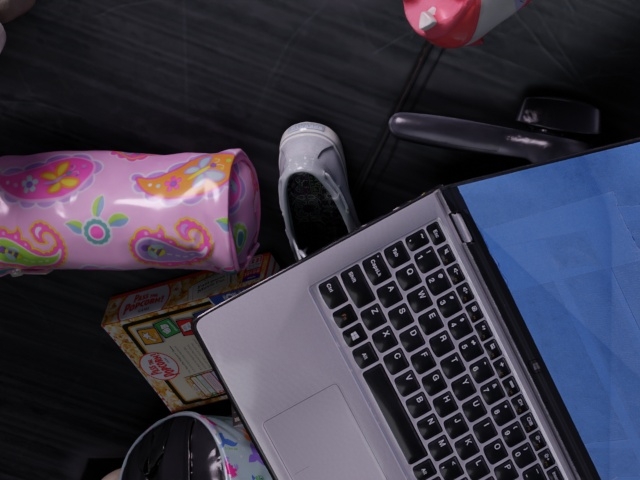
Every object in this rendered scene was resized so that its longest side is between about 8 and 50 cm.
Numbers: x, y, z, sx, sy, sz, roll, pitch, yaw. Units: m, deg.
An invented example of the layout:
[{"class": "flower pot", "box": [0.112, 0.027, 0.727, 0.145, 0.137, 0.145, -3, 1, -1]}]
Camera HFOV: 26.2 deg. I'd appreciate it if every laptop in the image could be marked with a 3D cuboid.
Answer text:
[{"class": "laptop", "box": [0.163, 0.156, 1.174, 0.407, 0.236, 0.382, -28, 102, -5]}]

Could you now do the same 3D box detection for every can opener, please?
[{"class": "can opener", "box": [0.151, -0.090, 1.205, 0.186, 0.073, 0.059, 5, 172, 10]}]

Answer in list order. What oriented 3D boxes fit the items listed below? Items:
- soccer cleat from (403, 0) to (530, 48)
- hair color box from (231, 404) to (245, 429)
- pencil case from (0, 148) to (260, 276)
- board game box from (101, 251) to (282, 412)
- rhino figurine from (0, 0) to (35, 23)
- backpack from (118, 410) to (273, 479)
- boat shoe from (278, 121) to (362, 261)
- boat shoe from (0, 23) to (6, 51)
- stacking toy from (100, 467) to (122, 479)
[{"class": "soccer cleat", "box": [0.163, -0.242, 1.053, 0.095, 0.083, 0.248, 5, 138, -50]}, {"class": "hair color box", "box": [-0.022, 0.180, 1.442, 0.072, 0.043, 0.141, -22, 152, 31]}, {"class": "pencil case", "box": [-0.199, -0.023, 1.272, 0.284, 0.124, 0.124, -1, 132, 11]}, {"class": "board game box", "box": [-0.105, 0.099, 1.421, 0.193, 0.045, 0.147, -16, 128, 23]}, {"class": "rhino figurine", "box": [-0.274, -0.273, 1.092, 0.106, 0.073, 0.243, 17, 136, 4]}, {"class": "backpack", "box": [-0.110, 0.311, 1.482, 0.191, 0.254, 0.225, 2, 153, -42]}, {"class": "boat shoe", "box": [0.001, 0.000, 1.286, 0.079, 0.081, 0.228, -4, 131, 14]}, {"class": "boat shoe", "box": [-0.359, -0.106, 1.209, 0.109, 0.091, 0.305, 27, 148, -14]}, {"class": "stacking toy", "box": [-0.298, 0.396, 1.676, 0.141, 0.141, 0.330, 36, 132, -21]}]
